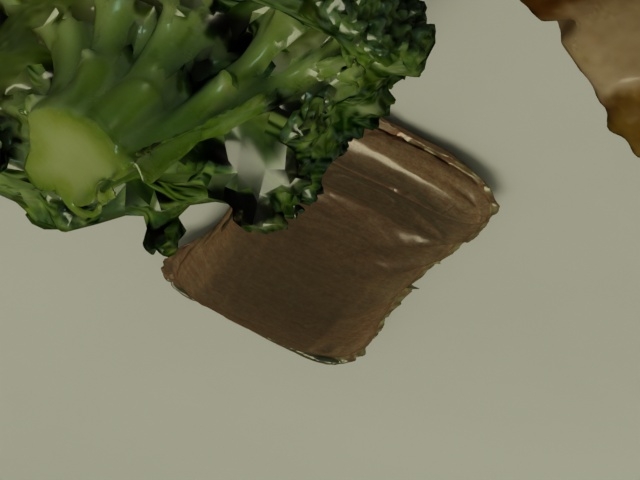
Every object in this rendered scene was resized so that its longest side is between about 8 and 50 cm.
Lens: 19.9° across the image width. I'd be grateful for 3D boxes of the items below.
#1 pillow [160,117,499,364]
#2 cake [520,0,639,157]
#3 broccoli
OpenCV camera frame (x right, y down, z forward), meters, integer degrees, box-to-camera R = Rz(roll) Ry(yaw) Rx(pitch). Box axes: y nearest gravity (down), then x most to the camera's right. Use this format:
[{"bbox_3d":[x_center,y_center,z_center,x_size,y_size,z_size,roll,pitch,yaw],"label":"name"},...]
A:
[{"bbox_3d":[0.003,0.001,1.025,0.135,0.034,0.211,29,140,-11],"label":"pillow"},{"bbox_3d":[0.133,-0.192,0.609,0.199,0.196,0.293,-20,126,36],"label":"cake"},{"bbox_3d":[-0.069,-0.082,0.824,0.226,0.176,0.198,31,148,39],"label":"broccoli"}]
